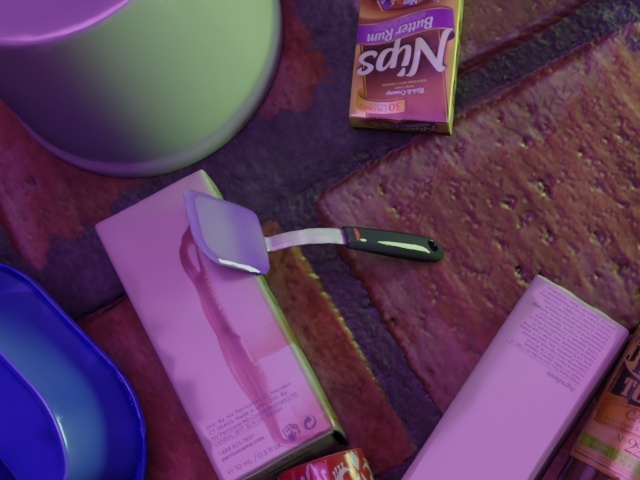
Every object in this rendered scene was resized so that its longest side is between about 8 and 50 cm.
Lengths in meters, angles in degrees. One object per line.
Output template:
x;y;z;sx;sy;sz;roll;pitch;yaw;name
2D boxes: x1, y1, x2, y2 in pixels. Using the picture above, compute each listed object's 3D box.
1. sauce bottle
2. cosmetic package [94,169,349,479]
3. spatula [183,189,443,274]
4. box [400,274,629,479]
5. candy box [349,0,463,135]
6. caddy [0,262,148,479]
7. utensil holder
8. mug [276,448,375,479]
0.351;0.114;1.496;0.111;0.111;0.344;27;86;14;sauce bottle
-0.096;0.098;1.558;0.129;0.153;0.296;-29;76;0;cosmetic package
0.000;0.000;1.543;0.296;0.030;0.084;4;54;-28;spatula
0.187;0.180;1.523;0.113;0.094;0.275;34;84;15;box
0.094;-0.209;1.652;0.109;0.053;0.187;4;79;9;candy box
-0.330;0.175;1.565;0.341;0.179;0.241;44;109;15;caddy
-0.229;-0.270;1.544;0.327;0.385;0.328;-2;76;9;utensil holder
0.008;0.302;1.499;0.150;0.113;0.169;-21;77;14;mug
